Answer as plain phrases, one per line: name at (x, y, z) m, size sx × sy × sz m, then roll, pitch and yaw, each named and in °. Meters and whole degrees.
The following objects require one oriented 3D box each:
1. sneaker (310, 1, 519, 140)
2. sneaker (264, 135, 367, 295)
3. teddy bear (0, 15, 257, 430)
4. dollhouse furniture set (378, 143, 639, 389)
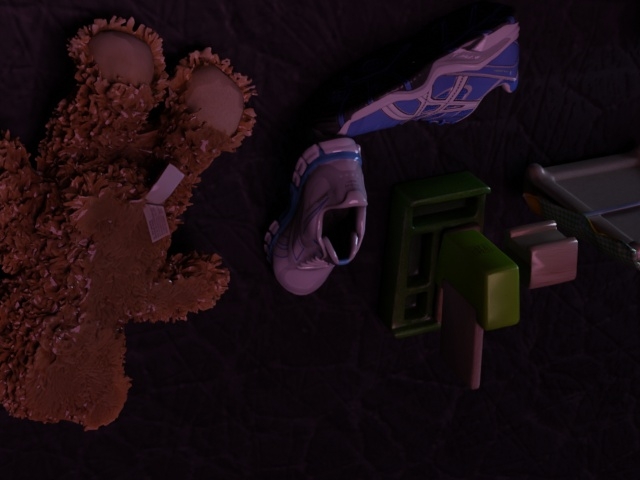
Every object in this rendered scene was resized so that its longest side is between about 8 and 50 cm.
sneaker at (0.091, -0.131, 1.264) m, size 0.211 × 0.080 × 0.081 m, roll -26°, pitch 124°, yaw -12°
sneaker at (0.000, 0.000, 1.264) m, size 0.071 × 0.083 × 0.190 m, roll -8°, pitch 144°, yaw -19°
teddy bear at (-0.182, -0.018, 1.180) m, size 0.245 × 0.113 × 0.337 m, roll -2°, pitch 111°, yaw -36°
dollhouse furniture set at (0.235, 0.029, 1.364) m, size 0.302 × 0.197 × 0.151 m, roll -11°, pitch 121°, yaw -22°
